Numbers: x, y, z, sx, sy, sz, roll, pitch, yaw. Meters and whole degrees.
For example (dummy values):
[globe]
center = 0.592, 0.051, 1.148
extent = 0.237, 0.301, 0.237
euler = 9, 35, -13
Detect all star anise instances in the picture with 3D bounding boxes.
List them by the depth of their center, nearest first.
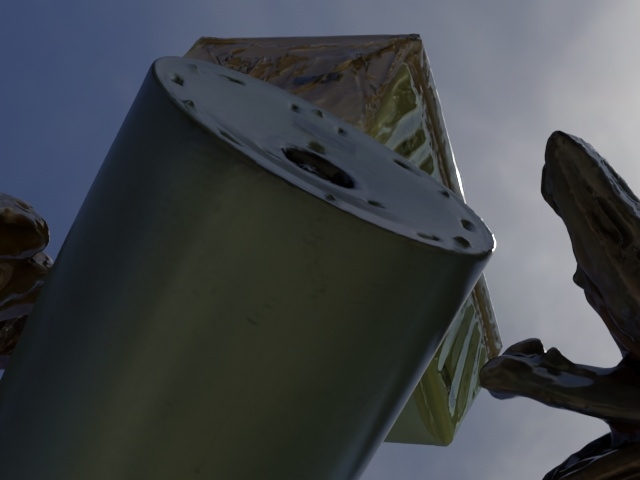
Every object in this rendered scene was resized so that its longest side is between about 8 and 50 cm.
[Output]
[star anise]
center = 0.173, 0.058, 0.921
extent = 0.110, 0.198, 0.257
euler = -61, -24, -81

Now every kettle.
[kettle]
center = -0.053, 0.061, 0.892
extent = 0.165, 0.240, 0.255
euler = 24, -75, -11

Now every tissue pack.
[tissue pack]
center = 0.000, 0.000, 1.190
extent = 0.125, 0.159, 0.234
euler = -59, -38, -46

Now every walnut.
[walnut]
center = -0.211, 0.030, 1.020
extent = 0.143, 0.170, 0.069
euler = 72, 178, -54
